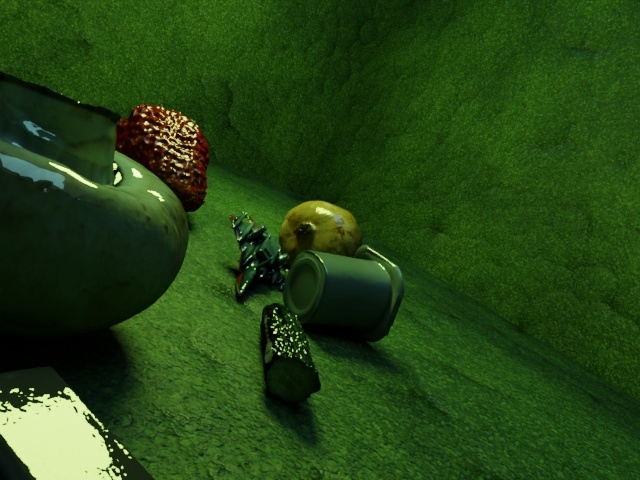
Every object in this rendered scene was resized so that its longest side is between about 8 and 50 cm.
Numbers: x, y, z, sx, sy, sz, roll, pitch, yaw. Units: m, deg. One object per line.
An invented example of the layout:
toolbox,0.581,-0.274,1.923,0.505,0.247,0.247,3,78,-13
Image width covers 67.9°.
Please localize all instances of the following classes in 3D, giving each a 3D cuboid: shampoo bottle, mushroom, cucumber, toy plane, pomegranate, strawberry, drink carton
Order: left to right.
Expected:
mushroom,-0.322,-0.042,0.538,0.352,0.260,0.352,20,6,-2
shampoo bottle,-0.179,0.166,0.312,0.246,0.080,0.079,31,8,26
strawberry,-0.437,-0.206,1.268,0.292,0.292,0.343,22,22,-23
toy plane,-0.139,0.044,1.062,0.223,0.104,0.326,53,6,-14
cucumber,-0.053,0.159,0.731,0.077,0.077,0.265,24,8,-12
pomegranate,0.000,0.000,1.327,0.248,0.248,0.248,25,9,-4
drink carton,0.044,0.102,0.999,0.190,0.185,0.191,16,15,-35
